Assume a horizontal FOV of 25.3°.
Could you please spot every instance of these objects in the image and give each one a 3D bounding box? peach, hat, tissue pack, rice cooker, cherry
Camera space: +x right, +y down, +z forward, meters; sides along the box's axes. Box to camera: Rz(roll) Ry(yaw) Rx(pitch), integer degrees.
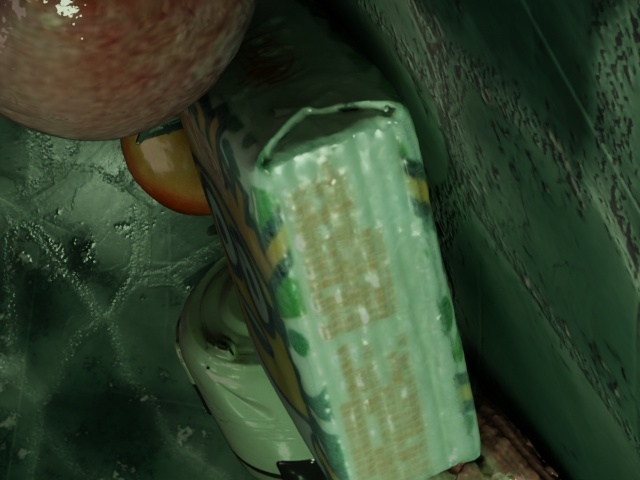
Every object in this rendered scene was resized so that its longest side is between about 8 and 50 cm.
[{"bbox_3d":[-0.114,-0.112,1.395,0.184,0.184,0.184,60,174,11],"label":"peach"},{"bbox_3d":[0.124,0.203,1.098,0.286,0.107,0.237,52,154,26],"label":"hat"},{"bbox_3d":[0.000,0.000,0.996,0.228,0.128,0.311,-125,15,-52],"label":"tissue pack"},{"bbox_3d":[-0.021,0.126,1.461,0.226,0.226,0.244,55,173,48],"label":"rice cooker"},{"bbox_3d":[-0.143,-0.170,0.815,0.206,0.239,0.239,37,164,22],"label":"cherry"}]

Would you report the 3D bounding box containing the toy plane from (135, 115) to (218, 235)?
[{"bbox_3d":[-0.062,-0.103,1.195,0.226,0.058,0.226,9,-111,-43],"label":"toy plane"}]
